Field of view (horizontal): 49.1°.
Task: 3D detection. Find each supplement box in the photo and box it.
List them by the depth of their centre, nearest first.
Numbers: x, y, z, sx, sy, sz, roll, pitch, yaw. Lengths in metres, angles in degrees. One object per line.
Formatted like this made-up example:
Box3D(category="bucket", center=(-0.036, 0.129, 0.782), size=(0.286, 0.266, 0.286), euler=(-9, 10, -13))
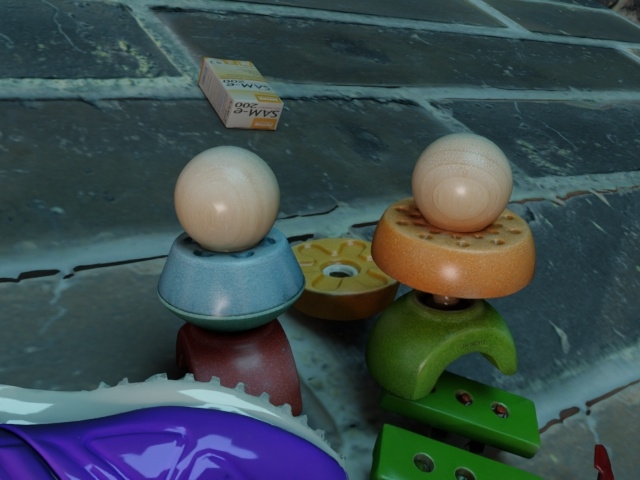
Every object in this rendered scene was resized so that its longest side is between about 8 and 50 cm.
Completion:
Box3D(category="supplement box", center=(-0.091, -0.166, 0.787), size=(0.062, 0.036, 0.098), euler=(-4, 42, -33))

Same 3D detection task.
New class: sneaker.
Box3D(category="sneaker", center=(-0.129, 0.137, 0.298), size=(0.293, 0.102, 0.146), euler=(9, 40, -12))

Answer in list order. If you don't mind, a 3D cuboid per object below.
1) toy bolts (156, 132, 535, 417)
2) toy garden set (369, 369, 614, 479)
Box3D(category="toy bolts", center=(0.000, 0.000, 0.463), size=(0.228, 0.159, 0.218), euler=(-11, 26, -24))
Box3D(category="toy garden set", center=(0.119, 0.193, 0.402), size=(0.203, 0.049, 0.244), euler=(19, 33, -1))
